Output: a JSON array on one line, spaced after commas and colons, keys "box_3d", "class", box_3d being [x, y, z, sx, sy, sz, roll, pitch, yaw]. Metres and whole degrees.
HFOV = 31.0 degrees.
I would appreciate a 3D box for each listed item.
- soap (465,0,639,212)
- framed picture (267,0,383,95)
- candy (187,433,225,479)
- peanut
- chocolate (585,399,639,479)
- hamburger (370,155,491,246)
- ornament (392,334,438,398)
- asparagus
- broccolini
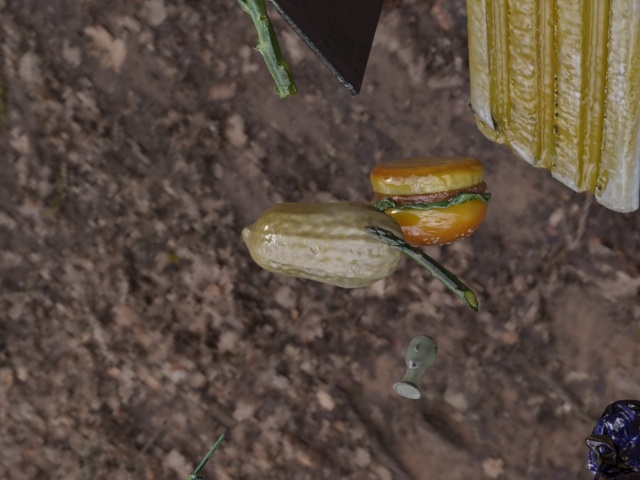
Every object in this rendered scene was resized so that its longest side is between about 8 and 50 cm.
[{"box_3d": [0.193, -0.163, 0.885, 0.173, 0.089, 0.274, 36, 156, 32], "class": "soap"}, {"box_3d": [-0.009, -0.410, 1.693, 0.014, 0.255, 0.338, -7, 146, 36], "class": "framed picture"}, {"box_3d": [-0.238, 0.438, 2.150, 0.060, 0.201, 0.060, 29, 150, 19], "class": "candy"}, {"box_3d": [-0.002, 0.000, 2.136, 0.340, 0.174, 0.158, 6, 114, 22], "class": "peanut"}, {"box_3d": [0.418, 0.330, 1.588, 0.126, 0.343, 0.148, -43, 89, 20], "class": "chocolate"}, {"box_3d": [0.211, -0.072, 2.232, 0.246, 0.246, 0.170, 5, 106, 45], "class": "hamburger"}, {"box_3d": [0.224, 0.285, 2.665, 0.074, 0.156, 0.081, 4, 139, 30], "class": "ornament"}, {"box_3d": [0.169, 0.038, 1.882, 0.236, 0.034, 0.027, 37, 145, 22], "class": "asparagus"}, {"box_3d": [-0.084, -0.263, 1.368, 0.067, 0.058, 0.216, 17, 131, 53], "class": "broccolini"}]
